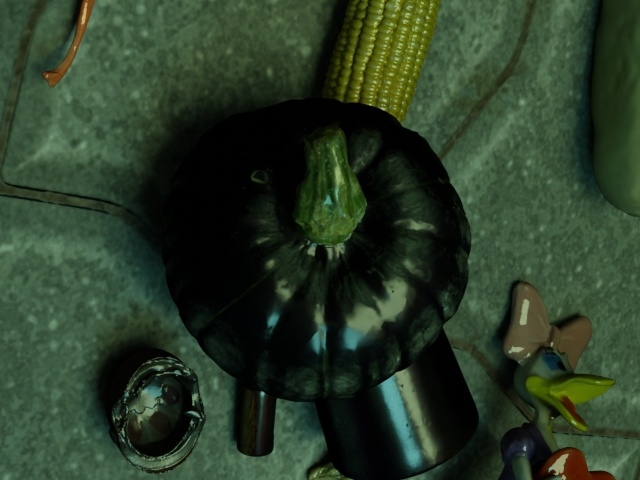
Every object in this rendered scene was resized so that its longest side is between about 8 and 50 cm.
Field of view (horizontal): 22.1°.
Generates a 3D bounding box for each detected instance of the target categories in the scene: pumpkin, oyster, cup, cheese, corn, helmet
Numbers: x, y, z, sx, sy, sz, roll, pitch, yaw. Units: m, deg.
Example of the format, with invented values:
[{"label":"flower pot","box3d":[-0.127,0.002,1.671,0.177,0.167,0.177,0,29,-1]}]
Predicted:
[{"label":"pumpkin","box3d":[0.000,0.000,1.509,0.296,0.296,0.296,-12,112,-33]},{"label":"oyster","box3d":[0.070,0.228,1.808,0.146,0.045,0.121,-43,159,22]},{"label":"cup","box3d":[0.035,0.151,1.695,0.239,0.166,0.177,-32,117,-25]},{"label":"cheese","box3d":[0.456,-0.178,1.912,0.351,0.129,0.328,8,98,-35]},{"label":"corn","box3d":[0.070,-0.223,1.641,0.093,0.093,0.244,12,99,-38]},{"label":"helmet","box3d":[-0.168,0.160,1.606,0.098,0.070,0.123,-14,119,-25]}]

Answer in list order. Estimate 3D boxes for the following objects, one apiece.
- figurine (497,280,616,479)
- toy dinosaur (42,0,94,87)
[{"label":"figurine","box3d":[0.235,0.268,1.865,0.154,0.193,0.421,31,77,-40]},{"label":"toy dinosaur","box3d":[-0.200,-0.274,1.451,0.280,0.055,0.101,-63,151,-5]}]
